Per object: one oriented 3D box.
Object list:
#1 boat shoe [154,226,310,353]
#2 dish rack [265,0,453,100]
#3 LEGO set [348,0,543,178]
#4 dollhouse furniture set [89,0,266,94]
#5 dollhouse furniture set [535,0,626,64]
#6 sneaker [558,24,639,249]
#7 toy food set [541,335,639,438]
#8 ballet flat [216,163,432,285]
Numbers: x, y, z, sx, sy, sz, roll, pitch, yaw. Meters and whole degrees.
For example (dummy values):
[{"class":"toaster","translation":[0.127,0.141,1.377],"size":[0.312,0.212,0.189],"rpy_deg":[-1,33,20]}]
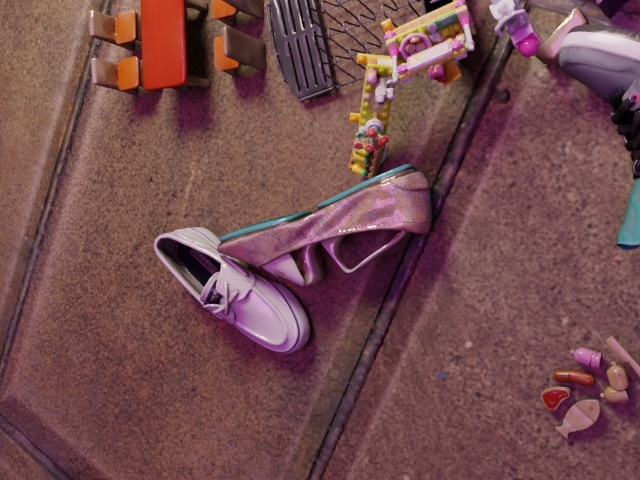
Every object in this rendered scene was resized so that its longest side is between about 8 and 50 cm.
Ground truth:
[{"class":"boat shoe","translation":[-0.133,0.070,0.893],"size":[0.267,0.088,0.096],"rpy_deg":[43,112,20]},{"class":"dish rack","translation":[0.042,-0.306,0.800],"size":[0.272,0.074,0.208],"rpy_deg":[-15,84,28]},{"class":"LEGO set","translation":[0.101,-0.165,0.701],"size":[0.287,0.132,0.107],"rpy_deg":[-40,29,34]},{"class":"dollhouse furniture set","translation":[-0.230,-0.351,0.908],"size":[0.262,0.135,0.258],"rpy_deg":[-2,90,28]},{"class":"dollhouse furniture set","translation":[0.261,-0.265,0.688],"size":[0.114,0.091,0.081],"rpy_deg":[-50,54,23]},{"class":"sneaker","translation":[0.337,-0.079,0.627],"size":[0.296,0.124,0.178],"rpy_deg":[37,98,21]},{"class":"toy food set","translation":[0.302,0.162,0.706],"size":[0.122,0.019,0.078],"rpy_deg":[-47,70,29]},{"class":"ballet flat","translation":[0.000,0.000,0.816],"size":[0.316,0.108,0.106],"rpy_deg":[-19,89,28]}]
